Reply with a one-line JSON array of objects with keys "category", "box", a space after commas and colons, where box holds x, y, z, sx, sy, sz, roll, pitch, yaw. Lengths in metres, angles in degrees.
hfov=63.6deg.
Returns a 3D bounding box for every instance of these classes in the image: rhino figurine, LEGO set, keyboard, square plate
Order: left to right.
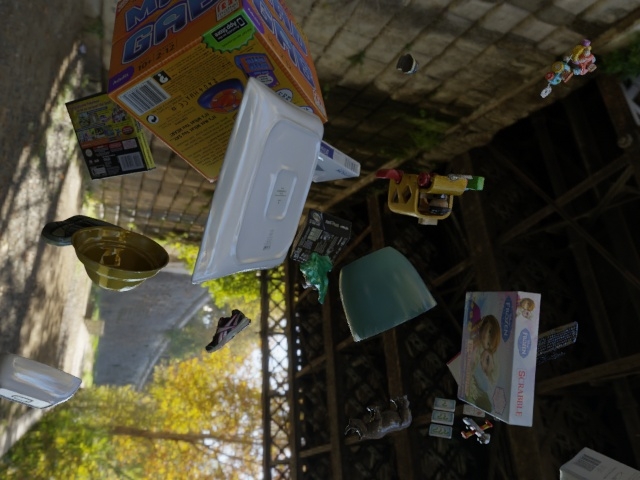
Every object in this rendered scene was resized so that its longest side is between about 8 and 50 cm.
[{"category": "square plate", "box": [-0.091, -0.091, 0.968, 0.347, 0.049, 0.344, -6, 114, -71]}, {"category": "rhino figurine", "box": [0.198, 0.616, 1.762, 0.073, 0.243, 0.106, 88, -18, -78]}, {"category": "LEGO set", "box": [0.525, 0.640, 1.863, 0.182, 0.244, 0.060, -54, 143, -57]}, {"category": "keyboard", "box": [0.678, 0.303, 1.490, 0.038, 0.191, 0.100, -142, -136, -58]}]

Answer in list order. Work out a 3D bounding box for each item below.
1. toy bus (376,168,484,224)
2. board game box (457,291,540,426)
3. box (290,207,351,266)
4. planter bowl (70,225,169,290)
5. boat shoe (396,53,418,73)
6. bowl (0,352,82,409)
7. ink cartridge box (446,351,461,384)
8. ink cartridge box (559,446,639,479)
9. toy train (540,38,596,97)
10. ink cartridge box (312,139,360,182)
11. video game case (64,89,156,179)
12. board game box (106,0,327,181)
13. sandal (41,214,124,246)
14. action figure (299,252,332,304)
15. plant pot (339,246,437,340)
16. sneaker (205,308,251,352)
[{"category": "toy bus", "box": [0.219, -0.086, 1.044, 0.190, 0.202, 0.105, 8, -81, 25]}, {"category": "board game box", "box": [0.469, 0.297, 1.389, 0.318, 0.065, 0.319, 138, -41, -80]}, {"category": "box", "box": [0.000, 0.000, 1.689, 0.180, 0.147, 0.078, 117, -12, -45]}, {"category": "planter bowl", "box": [-0.469, 0.055, 1.196, 0.091, 0.217, 0.217, -68, -156, 18]}, {"category": "boat shoe", "box": [0.265, -0.515, 1.516, 0.152, 0.049, 0.056, -103, -150, -64]}, {"category": "bowl", "box": [-0.502, 0.250, 0.893, 0.142, 0.142, 0.053, -25, -136, 43]}, {"category": "ink cartridge box", "box": [0.584, 0.404, 1.774, 0.172, 0.237, 0.100, -57, -132, 40]}, {"category": "ink cartridge box", "box": [0.731, 0.714, 1.235, 0.271, 0.130, 0.310, 13, -68, 53]}, {"category": "toy train", "box": [0.625, -0.417, 1.273, 0.046, 0.166, 0.125, 50, -6, 31]}, {"category": "ink cartridge box", "box": [-0.040, -0.219, 1.450, 0.223, 0.223, 0.045, -3, -105, 39]}, {"category": "video game case", "box": [-0.639, -0.319, 1.566, 0.274, 0.035, 0.249, -3, -70, 31]}, {"category": "board game box", "box": [-0.243, -0.436, 1.260, 0.356, 0.356, 0.357, -24, -127, 18]}, {"category": "sandal", "box": [-0.687, -0.013, 1.484, 0.303, 0.120, 0.086, -34, 142, -74]}, {"category": "action figure", "box": [-0.016, 0.083, 1.323, 0.232, 0.063, 0.137, 57, 34, -74]}, {"category": "plant pot", "box": [0.194, 0.161, 1.685, 0.235, 0.292, 0.293, 65, -29, 7]}, {"category": "sneaker", "box": [-0.307, 0.286, 1.664, 0.178, 0.077, 0.072, -40, 176, 6]}]
